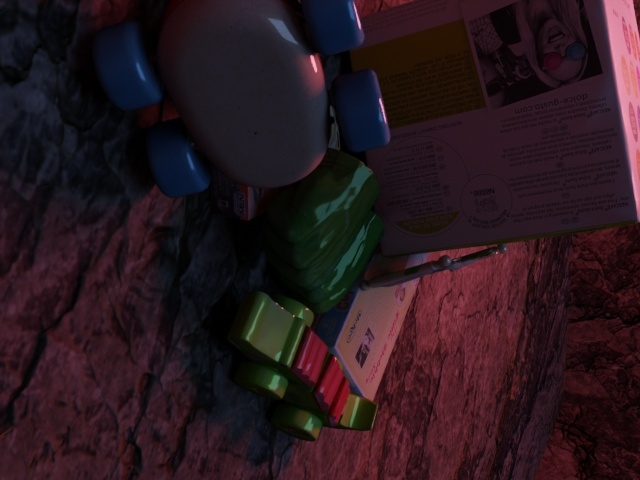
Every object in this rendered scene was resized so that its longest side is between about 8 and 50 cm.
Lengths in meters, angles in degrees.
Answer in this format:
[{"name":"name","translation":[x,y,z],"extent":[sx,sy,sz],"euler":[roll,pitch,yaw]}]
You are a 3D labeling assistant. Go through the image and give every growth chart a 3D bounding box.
[{"name":"growth chart","translation":[0.159,0.040,1.147],"extent":[0.237,0.172,0.021],"euler":[-8,81,-55]}]

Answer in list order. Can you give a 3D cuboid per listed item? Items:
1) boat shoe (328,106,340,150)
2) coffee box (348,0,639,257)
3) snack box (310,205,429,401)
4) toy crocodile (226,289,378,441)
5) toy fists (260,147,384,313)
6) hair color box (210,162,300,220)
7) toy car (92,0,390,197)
[{"name":"boat shoe","translation":[0.001,-0.131,1.035],"extent":[0.045,0.050,0.135],"euler":[-53,153,-48]},{"name":"coffee box","translation":[0.275,-0.168,1.152],"extent":[0.337,0.338,0.335],"euler":[-10,90,-61]},{"name":"snack box","translation":[0.082,0.068,1.239],"extent":[0.322,0.060,0.187],"euler":[-65,148,-29]},{"name":"toy crocodile","translation":[-0.020,0.167,1.022],"extent":[0.115,0.105,0.340],"euler":[-66,149,-26]},{"name":"toy fists","translation":[0.000,0.000,0.968],"extent":[0.142,0.096,0.279],"euler":[-59,166,-12]},{"name":"hair color box","translation":[-0.058,-0.091,0.923],"extent":[0.167,0.053,0.093],"euler":[-32,127,-55]},{"name":"toy car","translation":[-0.068,-0.192,0.771],"extent":[0.210,0.219,0.238],"euler":[68,11,-45]}]
